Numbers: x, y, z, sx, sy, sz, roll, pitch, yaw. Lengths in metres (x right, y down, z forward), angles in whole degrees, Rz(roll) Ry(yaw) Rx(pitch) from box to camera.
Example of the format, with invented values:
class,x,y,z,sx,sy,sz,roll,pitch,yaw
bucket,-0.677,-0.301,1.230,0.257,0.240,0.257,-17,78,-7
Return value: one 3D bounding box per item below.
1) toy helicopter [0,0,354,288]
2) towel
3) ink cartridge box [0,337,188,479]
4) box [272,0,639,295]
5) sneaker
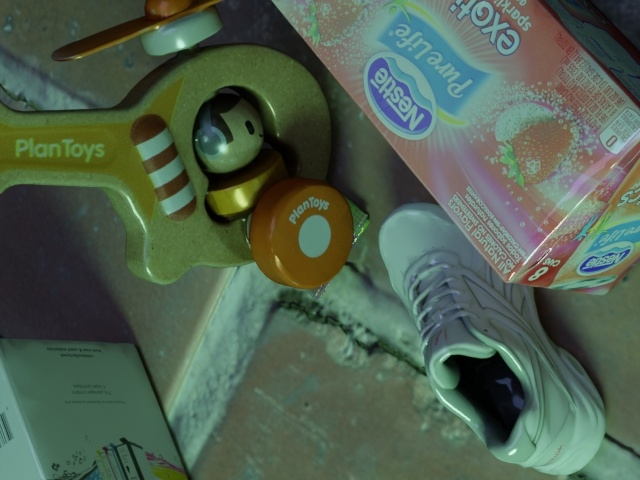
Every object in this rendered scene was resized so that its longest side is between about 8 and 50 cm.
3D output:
class,x,y,z,sx,sy,sz,roll,pitch,yaw
toy helicopter,-0.135,-0.084,1.084,0.140,0.355,0.235,12,101,50
towel,0.000,0.000,1.195,0.060,0.009,0.083,40,107,32
ink cartridge box,-0.219,0.222,1.229,0.171,0.168,0.233,-37,65,27
box,0.119,-0.117,1.035,0.142,0.154,0.300,-49,61,21
sneaker,0.104,0.059,1.048,0.090,0.115,0.232,-47,61,22
